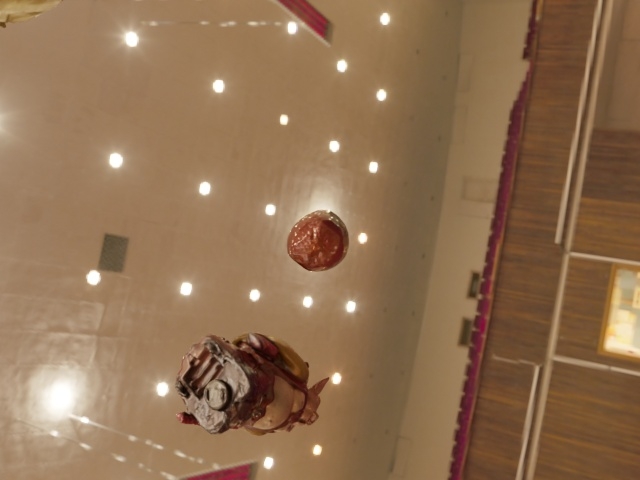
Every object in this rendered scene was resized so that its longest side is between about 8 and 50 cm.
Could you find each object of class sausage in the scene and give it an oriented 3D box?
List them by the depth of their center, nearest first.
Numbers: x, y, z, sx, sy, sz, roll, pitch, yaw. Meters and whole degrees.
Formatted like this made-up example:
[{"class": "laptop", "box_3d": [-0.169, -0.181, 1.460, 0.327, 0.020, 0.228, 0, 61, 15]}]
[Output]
[{"class": "sausage", "box_3d": [0.000, 0.000, 0.746, 0.054, 0.059, 0.094, -49, -3, 9]}]

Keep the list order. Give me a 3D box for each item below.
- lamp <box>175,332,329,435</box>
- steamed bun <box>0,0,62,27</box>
[{"class": "lamp", "box_3d": [-0.062, 0.178, 0.895, 0.253, 0.118, 0.118, 30, -108, -58]}, {"class": "steamed bun", "box_3d": [-0.348, -0.355, 0.825, 0.166, 0.273, 0.232, -19, -70, -36]}]
